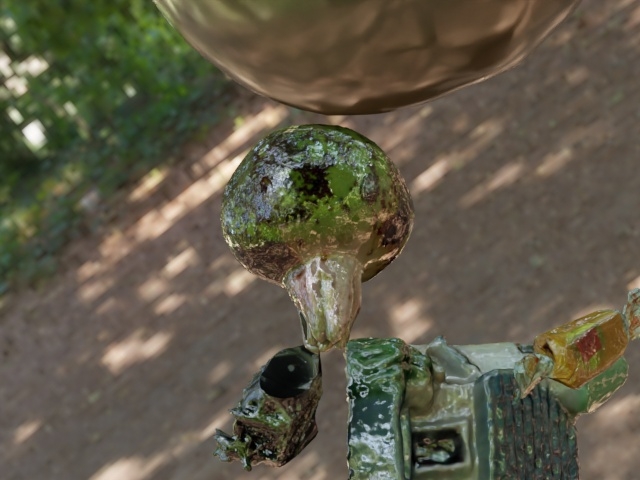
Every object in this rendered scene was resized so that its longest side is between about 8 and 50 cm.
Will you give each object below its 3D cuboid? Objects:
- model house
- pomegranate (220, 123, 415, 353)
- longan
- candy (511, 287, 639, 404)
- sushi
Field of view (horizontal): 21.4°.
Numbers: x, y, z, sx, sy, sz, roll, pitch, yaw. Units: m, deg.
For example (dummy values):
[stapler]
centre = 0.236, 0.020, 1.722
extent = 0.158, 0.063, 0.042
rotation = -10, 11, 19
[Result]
[model house]
centre = 0.156, 0.227, 1.459
extent = 0.284, 0.298, 0.243
rotation = -2, -11, -3
[pomegranate]
centre = -0.004, -0.001, 1.212
extent = 0.125, 0.138, 0.163
rotation = 177, 99, -68
[longan]
centre = 0.020, -0.215, 0.897
extent = 0.297, 0.297, 0.297
rotation = -35, 14, 10
[candy]
centre = 0.211, 0.090, 1.400
extent = 0.182, 0.053, 0.046
rotation = -24, 17, -39
[sushi]
centre = -0.035, 0.130, 1.274
extent = 0.084, 0.056, 0.083
rotation = -41, -17, -46
